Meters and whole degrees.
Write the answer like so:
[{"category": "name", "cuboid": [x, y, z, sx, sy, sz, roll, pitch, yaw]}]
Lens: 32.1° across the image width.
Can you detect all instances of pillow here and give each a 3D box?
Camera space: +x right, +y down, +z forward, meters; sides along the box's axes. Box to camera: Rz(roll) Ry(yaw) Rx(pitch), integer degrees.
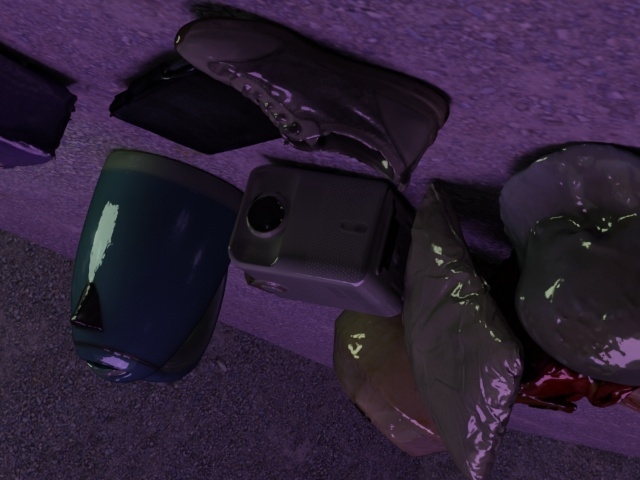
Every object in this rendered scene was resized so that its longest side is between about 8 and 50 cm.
[{"category": "pillow", "cuboid": [0.159, 0.120, 1.356, 0.076, 0.280, 0.274, -9, 138, -13]}]

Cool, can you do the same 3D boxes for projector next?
[{"category": "projector", "cuboid": [0.000, 0.000, 1.513, 0.242, 0.163, 0.177, 10, 165, 25]}]

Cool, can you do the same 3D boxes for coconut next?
[{"category": "coconut", "cuboid": [0.180, 0.162, 1.714, 0.323, 0.323, 0.323, 18, 168, 4]}]

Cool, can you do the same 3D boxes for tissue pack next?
[{"category": "tissue pack", "cuboid": [-0.517, -0.209, 1.427, 0.344, 0.125, 0.242, 26, 166, -33]}]

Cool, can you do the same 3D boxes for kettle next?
[{"category": "kettle", "cuboid": [-0.257, 0.072, 1.794, 0.247, 0.342, 0.319, 9, 165, 37]}]

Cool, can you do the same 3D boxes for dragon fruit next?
[{"category": "dragon fruit", "cuboid": [0.357, 0.099, 1.413, 0.330, 0.240, 0.302, -3, -157, -10]}]

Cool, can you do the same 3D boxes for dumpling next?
[{"category": "dumpling", "cuboid": [0.321, 0.049, 1.138, 0.321, 0.211, 0.270, 2, 160, 22]}]

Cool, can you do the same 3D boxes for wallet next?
[{"category": "wallet", "cuboid": [-0.127, -0.154, 1.284, 0.172, 0.045, 0.318, 21, 168, -25]}]

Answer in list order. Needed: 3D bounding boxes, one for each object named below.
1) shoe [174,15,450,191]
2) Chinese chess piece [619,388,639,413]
[{"category": "shoe", "cuboid": [-0.014, -0.136, 1.075, 0.275, 0.098, 0.103, 20, 164, -3]}, {"category": "Chinese chess piece", "cuboid": [0.566, 0.236, 1.817, 0.273, 0.102, 0.273, 24, 171, 4]}]
